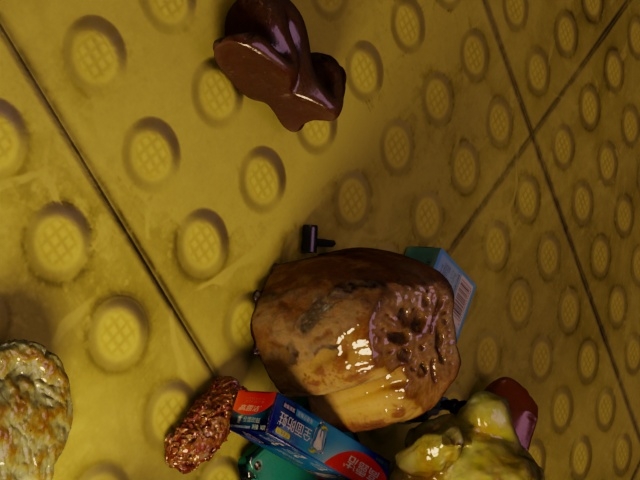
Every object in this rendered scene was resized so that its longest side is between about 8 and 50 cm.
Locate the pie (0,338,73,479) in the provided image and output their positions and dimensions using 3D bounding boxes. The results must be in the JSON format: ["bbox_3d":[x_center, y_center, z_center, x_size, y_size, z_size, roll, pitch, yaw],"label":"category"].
[{"bbox_3d":[-0.399,0.231,1.251,0.248,0.090,0.201,-21,101,-48],"label":"pie"}]

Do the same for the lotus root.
[{"bbox_3d":[0.064,0.159,1.655,0.316,0.250,0.316,7,80,-44],"label":"lotus root"}]

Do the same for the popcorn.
[{"bbox_3d":[0.236,0.432,1.802,0.274,0.335,0.279,-36,83,-25],"label":"popcorn"}]

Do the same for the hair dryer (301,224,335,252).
[{"bbox_3d":[0.000,0.000,1.765,0.083,0.026,0.047,8,86,-53],"label":"hair dryer"}]

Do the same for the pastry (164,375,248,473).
[{"bbox_3d":[-0.158,0.267,1.559,0.169,0.063,0.087,-54,132,-34],"label":"pastry"}]

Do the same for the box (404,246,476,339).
[{"bbox_3d":[0.187,0.143,1.945,0.142,0.083,0.232,44,61,-42],"label":"box"}]

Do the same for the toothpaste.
[{"bbox_3d":[-0.010,0.313,1.631,0.320,0.076,0.066,39,58,-45],"label":"toothpaste"}]

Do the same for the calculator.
[{"bbox_3d":[-0.023,0.388,1.726,0.248,0.058,0.274,-42,122,-41],"label":"calculator"}]

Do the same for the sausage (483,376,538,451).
[{"bbox_3d":[0.350,0.397,2.111,0.133,0.133,0.258,32,68,-45],"label":"sausage"}]

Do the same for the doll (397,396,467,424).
[{"bbox_3d":[0.161,0.289,1.885,0.195,0.096,0.070,6,79,-19],"label":"doll"}]

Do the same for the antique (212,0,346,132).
[{"bbox_3d":[-0.050,-0.272,1.630,0.257,0.121,0.143,39,53,-35],"label":"antique"}]
